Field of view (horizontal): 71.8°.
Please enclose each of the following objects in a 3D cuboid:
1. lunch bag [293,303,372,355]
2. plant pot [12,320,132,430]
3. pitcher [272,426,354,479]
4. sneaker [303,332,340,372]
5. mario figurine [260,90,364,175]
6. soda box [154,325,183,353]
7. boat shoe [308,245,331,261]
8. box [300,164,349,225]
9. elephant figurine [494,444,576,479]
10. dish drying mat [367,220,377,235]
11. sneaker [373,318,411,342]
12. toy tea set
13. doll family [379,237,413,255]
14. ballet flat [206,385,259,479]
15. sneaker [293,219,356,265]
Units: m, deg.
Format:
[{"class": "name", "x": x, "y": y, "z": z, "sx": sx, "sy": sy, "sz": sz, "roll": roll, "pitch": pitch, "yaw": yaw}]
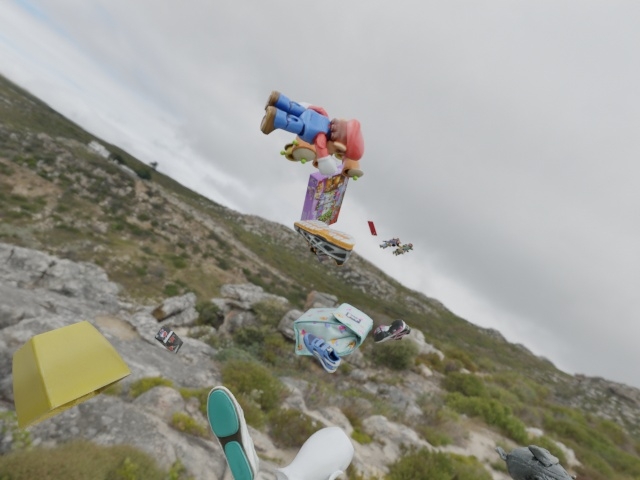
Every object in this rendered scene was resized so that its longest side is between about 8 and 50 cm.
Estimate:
[{"class": "lunch bag", "x": 0.055, "y": 0.333, "z": 1.657, "sx": 0.262, "sy": 0.160, "sz": 0.223, "roll": -5, "pitch": 3, "yaw": 17}, {"class": "plant pot", "x": -0.670, "y": 0.335, "z": 1.155, "sx": 0.212, "sy": 0.212, "sz": 0.187, "roll": -15, "pitch": 74, "yaw": -57}, {"class": "pitcher", "x": 0.002, "y": 0.616, "z": 1.190, "sx": 0.178, "sy": 0.207, "sz": 0.125, "roll": 28, "pitch": -40, "yaw": 51}, {"class": "sneaker", "x": 0.008, "y": 0.335, "z": 1.358, "sx": 0.144, "sy": 0.059, "sz": 0.053, "roll": 45, "pitch": 41, "yaw": 12}, {"class": "mario figurine", "x": -0.021, "y": -0.305, "z": 1.309, "sx": 0.321, "sy": 0.198, "sz": 0.170, "roll": 19, "pitch": 2, "yaw": -17}, {"class": "soda box", "x": -0.618, "y": 0.408, "z": 1.811, "sx": 0.053, "sy": 0.060, "sz": 0.169, "roll": 24, "pitch": -26, "yaw": 12}, {"class": "boat shoe", "x": -0.025, "y": 0.034, "z": 2.461, "sx": 0.285, "sy": 0.092, "sz": 0.102, "roll": 46, "pitch": -20, "yaw": 55}, {"class": "box", "x": 0.018, "y": -0.178, "z": 1.943, "sx": 0.057, "sy": 0.201, "sz": 0.293, "roll": 41, "pitch": -44, "yaw": 30}, {"class": "elephant figurine", "x": 0.672, "y": 0.699, "z": 1.330, "sx": 0.239, "sy": 0.186, "sz": 0.169, "roll": 75, "pitch": 0, "yaw": -68}, {"class": "dish drying mat", "x": 0.241, "y": -0.056, "z": 2.061, "sx": 0.032, "sy": 0.008, "sz": 0.083, "roll": 10, "pitch": -45, "yaw": 39}, {"class": "sneaker", "x": 0.290, "y": 0.382, "z": 1.785, "sx": 0.077, "sy": 0.072, "sz": 0.178, "roll": 32, "pitch": -39, "yaw": -23}, {"class": "toy tea set", "x": 0.018, "y": -0.301, "z": 1.683, "sx": 0.336, "sy": 0.124, "sz": 0.200, "roll": 12, "pitch": -21, "yaw": -13}, {"class": "doll family", "x": 0.407, "y": 0.027, "z": 2.355, "sx": 0.193, "sy": 0.111, "sz": 0.076, "roll": 33, "pitch": -44, "yaw": 33}, {"class": "ballet flat", "x": -0.338, "y": 0.750, "z": 1.738, "sx": 0.139, "sy": 0.139, "sz": 0.400, "roll": 164, "pitch": -93, "yaw": -83}, {"class": "sneaker", "x": 0.000, "y": 0.000, "z": 1.237, "sx": 0.084, "sy": 0.083, "sz": 0.215, "roll": -12, "pitch": 31, "yaw": -44}]
